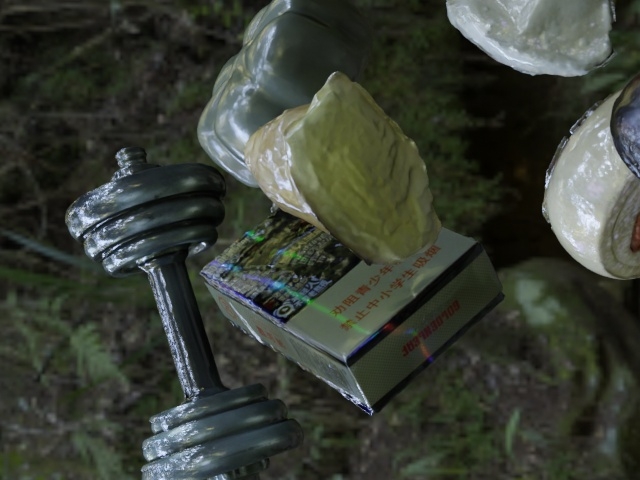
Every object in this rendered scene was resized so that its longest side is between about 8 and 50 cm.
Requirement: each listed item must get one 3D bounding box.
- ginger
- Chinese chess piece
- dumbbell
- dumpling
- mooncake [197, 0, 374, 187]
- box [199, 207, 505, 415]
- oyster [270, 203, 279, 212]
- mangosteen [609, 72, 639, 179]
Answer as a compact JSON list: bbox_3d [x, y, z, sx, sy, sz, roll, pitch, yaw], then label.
[{"bbox_3d":[0.017,-0.047,1.151,0.123,0.193,0.115,-5,42,54],"label":"ginger"},{"bbox_3d":[0.413,-0.078,1.586,0.112,0.270,0.270,49,150,38],"label":"Chinese chess piece"},{"bbox_3d":[-0.143,0.093,1.321,0.179,0.179,0.406,94,157,-82],"label":"dumbbell"},{"bbox_3d":[0.175,-0.206,1.066,0.118,0.136,0.199,71,-172,-46],"label":"dumpling"},{"bbox_3d":[-0.054,-0.207,1.625,0.275,0.135,0.275,-50,18,24],"label":"mooncake"},{"bbox_3d":[0.026,0.048,1.378,0.310,0.198,0.084,27,151,53],"label":"box"},{"bbox_3d":[0.003,-0.001,1.997,0.341,0.166,0.110,63,-173,13],"label":"oyster"},{"bbox_3d":[0.384,-0.122,1.317,0.152,0.153,0.152,-179,90,-90],"label":"mangosteen"}]
